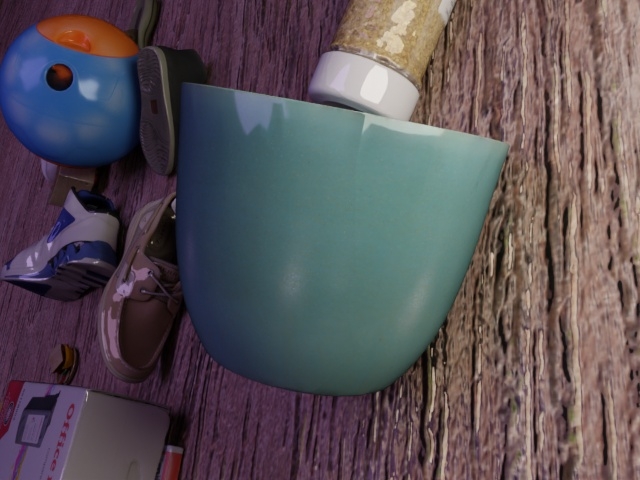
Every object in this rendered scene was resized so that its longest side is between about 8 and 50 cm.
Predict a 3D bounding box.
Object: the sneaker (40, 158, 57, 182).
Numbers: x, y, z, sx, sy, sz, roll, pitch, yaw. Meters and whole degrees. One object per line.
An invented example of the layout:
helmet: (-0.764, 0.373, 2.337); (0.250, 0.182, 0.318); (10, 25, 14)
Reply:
sneaker: (-0.561, -0.214, 1.675); (0.232, 0.090, 0.115); (-53, 41, 19)

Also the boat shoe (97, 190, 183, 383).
boat shoe: (-0.250, 0.060, 1.105); (0.098, 0.109, 0.303); (-27, 45, 43)

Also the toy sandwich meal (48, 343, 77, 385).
toy sandwich meal: (-0.476, 0.229, 1.361); (0.085, 0.029, 0.086); (-29, 49, 40)

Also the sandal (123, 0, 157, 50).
sandal: (-0.434, -0.424, 1.629); (0.120, 0.086, 0.303); (-23, 54, 44)

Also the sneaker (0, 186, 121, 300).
sneaker: (-0.472, 0.003, 1.420); (0.315, 0.127, 0.182); (-14, 56, 40)

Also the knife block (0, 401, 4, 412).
knife block: (-0.588, 0.343, 1.389); (0.276, 0.088, 0.242); (-55, 37, 15)

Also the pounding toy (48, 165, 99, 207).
pounding toy: (-0.505, -0.156, 1.579); (0.130, 0.100, 0.141); (-48, 34, 46)

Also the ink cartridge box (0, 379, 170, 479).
ink cartridge box: (-0.359, 0.318, 1.032); (0.306, 0.131, 0.226); (-12, 62, 51)

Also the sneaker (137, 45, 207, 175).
sneaker: (-0.250, -0.229, 1.305); (0.083, 0.118, 0.222); (12, 109, 35)

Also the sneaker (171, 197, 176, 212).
sneaker: (-0.151, 0.008, 1.022); (0.085, 0.086, 0.237); (-56, 38, 13)

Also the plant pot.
plant pot: (0.000, 0.000, 0.676); (0.293, 0.292, 0.235); (23, 105, 55)

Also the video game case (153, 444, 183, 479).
video game case: (-0.273, 0.421, 0.996); (0.204, 0.025, 0.285); (-16, 59, 47)

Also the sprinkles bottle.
sprinkles bottle: (0.105, -0.304, 0.840); (0.121, 0.121, 0.356); (18, 85, 54)

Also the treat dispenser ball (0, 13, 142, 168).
treat dispenser ball: (-0.457, -0.279, 1.402); (0.288, 0.288, 0.288); (-29, 50, 40)
